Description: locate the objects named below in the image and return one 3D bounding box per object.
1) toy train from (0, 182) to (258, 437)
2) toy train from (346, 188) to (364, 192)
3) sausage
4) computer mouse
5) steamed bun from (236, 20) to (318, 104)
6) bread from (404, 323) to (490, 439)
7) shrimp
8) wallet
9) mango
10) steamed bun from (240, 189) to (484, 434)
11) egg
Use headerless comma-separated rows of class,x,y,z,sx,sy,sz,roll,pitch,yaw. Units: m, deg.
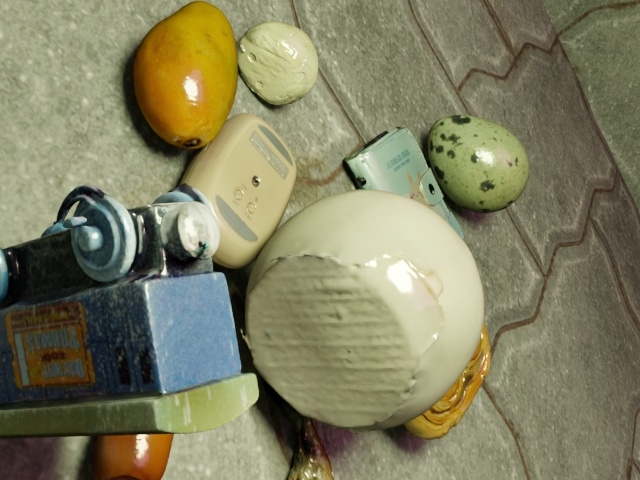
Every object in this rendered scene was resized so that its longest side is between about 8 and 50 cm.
toy train,-0.195,0.067,0.654,0.131,0.299,0.202,-8,86,-54
toy train,0.000,0.000,1.146,0.252,0.048,0.055,-45,129,-47
sausage,-0.183,0.166,0.798,0.076,0.076,0.198,39,43,-34
computer mouse,-0.111,-0.066,1.006,0.145,0.082,0.237,46,40,-26
steamed bun,-0.060,-0.277,1.160,0.130,0.112,0.091,47,41,-15
bread,0.171,0.183,1.166,0.236,0.120,0.198,-47,121,-37
shrimp,-0.072,0.262,0.918,0.262,0.051,0.198,16,53,-51
wallet,0.151,-0.068,1.356,0.176,0.075,0.250,-39,104,-48
mango,-0.171,-0.230,0.992,0.138,0.113,0.253,35,43,-33
steamed bun,0.071,0.071,0.968,0.309,0.309,0.309,28,51,-41
egg,0.310,-0.158,1.521,0.228,0.177,0.177,41,41,-8
